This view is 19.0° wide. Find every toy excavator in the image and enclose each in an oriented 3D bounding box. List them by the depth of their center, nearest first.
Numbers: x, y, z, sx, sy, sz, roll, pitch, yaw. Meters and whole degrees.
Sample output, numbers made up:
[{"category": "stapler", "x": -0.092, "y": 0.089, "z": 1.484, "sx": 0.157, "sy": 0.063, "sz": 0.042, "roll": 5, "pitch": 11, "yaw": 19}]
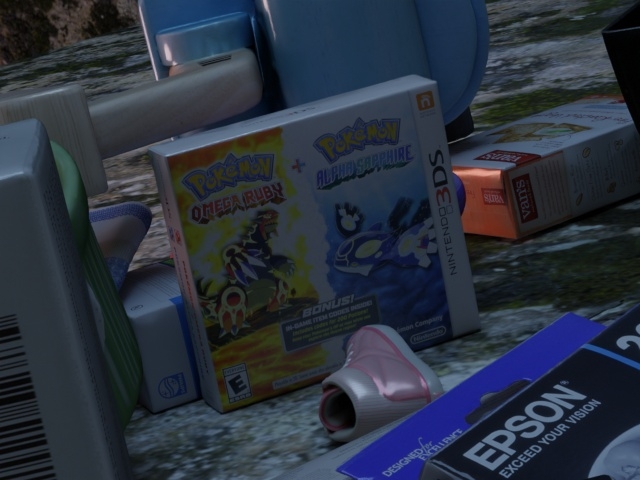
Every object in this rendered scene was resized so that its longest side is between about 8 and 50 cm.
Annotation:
[{"category": "toy excavator", "x": -0.058, "y": -0.138, "z": 1.534, "sx": 0.433, "sy": 0.222, "sz": 0.445, "roll": -14, "pitch": 8, "yaw": -5}]

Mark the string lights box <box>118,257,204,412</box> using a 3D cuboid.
[{"category": "string lights box", "x": -0.033, "y": 0.040, "z": 1.421, "sx": 0.259, "sy": 0.077, "sz": 0.133, "roll": -17, "pitch": 15, "yaw": -20}]

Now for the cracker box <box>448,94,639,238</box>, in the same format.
[{"category": "cracker box", "x": 0.208, "y": -0.069, "z": 1.678, "sx": 0.232, "sy": 0.067, "sz": 0.155, "roll": -21, "pitch": 15, "yaw": -29}]

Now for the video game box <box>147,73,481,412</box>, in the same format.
[{"category": "video game box", "x": 0.000, "y": 0.000, "z": 1.322, "sx": 0.205, "sy": 0.187, "sz": 0.048, "roll": -17, "pitch": 14, "yaw": -18}]

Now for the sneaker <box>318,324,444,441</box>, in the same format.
[{"category": "sneaker", "x": 0.024, "y": 0.090, "z": 1.219, "sx": 0.070, "sy": 0.051, "sz": 0.134, "roll": -11, "pitch": 17, "yaw": -16}]

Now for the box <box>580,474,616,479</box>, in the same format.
[{"category": "box", "x": 0.067, "y": 0.174, "z": 0.750, "sx": 0.158, "sy": 0.093, "sz": 0.156, "roll": -12, "pitch": 14, "yaw": -4}]

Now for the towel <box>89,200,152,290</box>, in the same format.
[{"category": "towel", "x": -0.239, "y": 0.077, "z": 1.349, "sx": 0.209, "sy": 0.034, "sz": 0.285, "roll": -14, "pitch": 31, "yaw": 20}]

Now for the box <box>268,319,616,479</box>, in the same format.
[{"category": "box", "x": 0.069, "y": 0.125, "z": 1.014, "sx": 0.324, "sy": 0.063, "sz": 0.067, "roll": -22, "pitch": 18, "yaw": -34}]

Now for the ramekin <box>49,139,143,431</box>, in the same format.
[{"category": "ramekin", "x": -0.257, "y": 0.076, "z": 1.171, "sx": 0.303, "sy": 0.148, "sz": 0.303, "roll": -18, "pitch": 29, "yaw": 10}]

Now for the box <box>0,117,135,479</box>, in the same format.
[{"category": "box", "x": -0.176, "y": 0.064, "z": 0.756, "sx": 0.182, "sy": 0.181, "sz": 0.119, "roll": -13, "pitch": 13, "yaw": -2}]

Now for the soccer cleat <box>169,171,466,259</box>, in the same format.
[{"category": "soccer cleat", "x": -0.004, "y": -0.004, "z": 1.552, "sx": 0.248, "sy": 0.083, "sz": 0.095, "roll": -13, "pitch": 1, "yaw": 14}]

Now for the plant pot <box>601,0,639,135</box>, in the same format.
[{"category": "plant pot", "x": 0.352, "y": -0.119, "z": 1.544, "sx": 0.187, "sy": 0.167, "sz": 0.188, "roll": -6, "pitch": 14, "yaw": 25}]

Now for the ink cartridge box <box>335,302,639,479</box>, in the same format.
[{"category": "ink cartridge box", "x": 0.150, "y": 0.096, "z": 0.946, "sx": 0.208, "sy": 0.045, "sz": 0.206, "roll": 23, "pitch": 37, "yaw": 35}]
